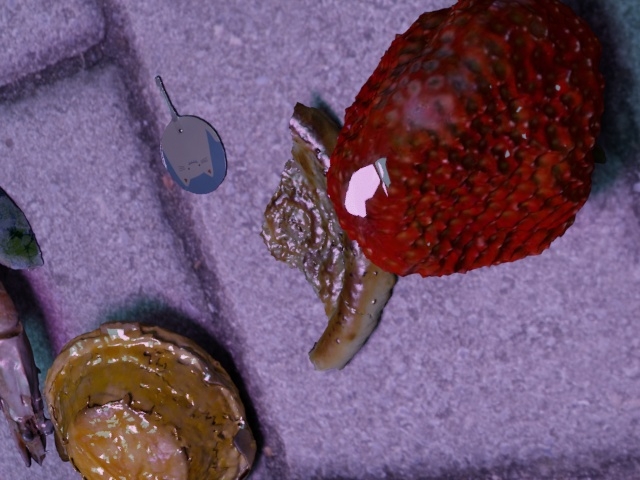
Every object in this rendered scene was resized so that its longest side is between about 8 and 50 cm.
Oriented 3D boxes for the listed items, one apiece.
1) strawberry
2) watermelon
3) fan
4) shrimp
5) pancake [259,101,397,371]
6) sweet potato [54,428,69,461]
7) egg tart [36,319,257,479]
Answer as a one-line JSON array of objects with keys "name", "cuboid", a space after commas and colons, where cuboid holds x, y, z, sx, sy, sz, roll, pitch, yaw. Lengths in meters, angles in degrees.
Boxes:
[{"name": "strawberry", "cuboid": [0.138, -0.110, 1.250, 0.267, 0.351, 0.312, 29, 129, 31]}, {"name": "watermelon", "cuboid": [-0.532, -0.007, 1.925, 0.187, 0.071, 0.139, 53, 132, 4]}, {"name": "fan", "cuboid": [-0.189, -0.145, 1.670, 0.113, 0.005, 0.175, -20, 97, 38]}, {"name": "shrimp", "cuboid": [-0.510, 0.193, 1.949, 0.247, 0.085, 0.360, -19, 90, 66]}, {"name": "pancake", "cuboid": [-0.002, 0.002, 1.577, 0.197, 0.054, 0.376, 1, 109, 34]}, {"name": "sweet potato", "cuboid": [-0.349, 0.239, 1.901, 0.108, 0.079, 0.346, 36, 129, -19]}, {"name": "egg tart", "cuboid": [-0.260, 0.282, 1.770, 0.341, 0.132, 0.341, 5, 115, 12]}]
